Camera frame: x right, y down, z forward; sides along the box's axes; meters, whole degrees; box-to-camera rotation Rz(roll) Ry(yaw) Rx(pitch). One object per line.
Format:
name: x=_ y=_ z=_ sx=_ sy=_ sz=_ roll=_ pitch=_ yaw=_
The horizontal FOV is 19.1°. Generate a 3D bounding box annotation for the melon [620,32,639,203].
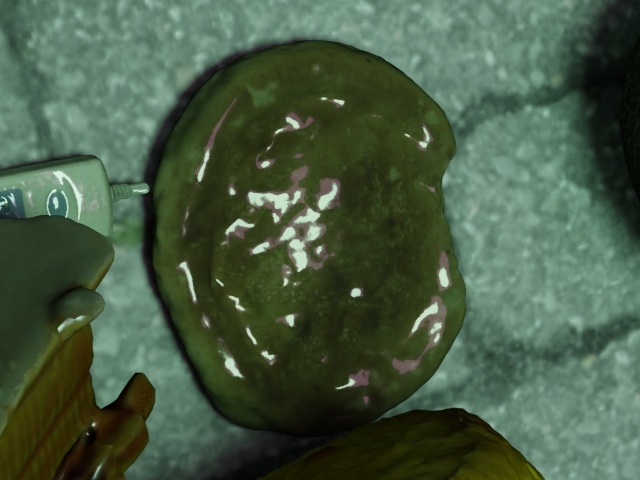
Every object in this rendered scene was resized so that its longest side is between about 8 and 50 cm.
melon: x=0.323 y=-0.048 z=1.177 sx=0.302 sy=0.237 sz=0.237 roll=43 pitch=76 yaw=-26

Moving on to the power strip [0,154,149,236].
power strip: x=-0.183 y=-0.013 z=1.040 sx=0.191 sy=0.030 sz=0.047 roll=-12 pitch=101 yaw=-25

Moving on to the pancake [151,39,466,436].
pancake: x=0.001 y=0.000 z=1.128 sx=0.222 sy=0.042 sz=0.236 roll=10 pitch=92 yaw=-31

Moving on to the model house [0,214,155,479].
model house: x=-0.211 y=0.126 z=0.978 sx=0.220 sy=0.199 sz=0.229 roll=9 pitch=127 yaw=8

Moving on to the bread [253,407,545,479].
bread: x=0.001 y=0.232 z=0.991 sx=0.358 sy=0.337 sz=0.204 roll=-32 pitch=100 yaw=-29
